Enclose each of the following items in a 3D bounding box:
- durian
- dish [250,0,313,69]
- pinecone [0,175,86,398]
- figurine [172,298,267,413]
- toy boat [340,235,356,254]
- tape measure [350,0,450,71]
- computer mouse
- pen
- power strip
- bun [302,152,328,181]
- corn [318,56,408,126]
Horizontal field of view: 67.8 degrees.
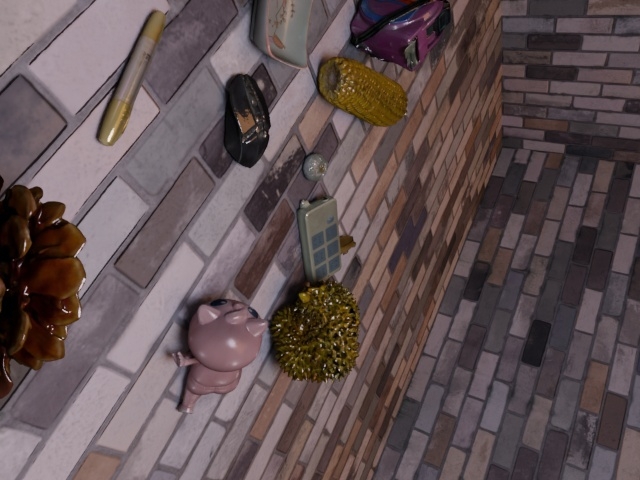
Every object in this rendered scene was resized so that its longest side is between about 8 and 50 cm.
[{"bbox_3d":[0.000,0.239,1.277,0.258,0.258,0.292,-7,103,-59],"label":"durian"},{"bbox_3d":[-0.079,-0.470,0.963,0.151,0.077,0.212,-9,111,-61],"label":"dish"},{"bbox_3d":[-0.395,0.036,0.484,0.264,0.264,0.264,-34,131,-50],"label":"pinecone"},{"bbox_3d":[-0.219,0.231,1.005,0.186,0.176,0.287,-105,-154,-54],"label":"figurine"},{"bbox_3d":[0.063,0.022,1.473,0.149,0.047,0.048,-27,140,-47],"label":"toy boat"},{"bbox_3d":[0.207,-0.573,1.267,0.245,0.232,0.149,-47,146,-14],"label":"tape measure"},{"bbox_3d":[-0.144,-0.238,0.971,0.106,0.062,0.192,-36,134,-49],"label":"computer mouse"},{"bbox_3d":[-0.289,-0.252,0.742,0.040,0.032,0.233,78,32,-79],"label":"pen"},{"bbox_3d":[0.000,0.000,1.325,0.118,0.046,0.270,-29,129,-31],"label":"power strip"},{"bbox_3d":[-0.011,-0.191,1.244,0.083,0.045,0.083,-23,118,-54],"label":"bun"},{"bbox_3d":[0.121,-0.398,1.293,0.387,0.144,0.143,-2,105,-55],"label":"corn"}]
